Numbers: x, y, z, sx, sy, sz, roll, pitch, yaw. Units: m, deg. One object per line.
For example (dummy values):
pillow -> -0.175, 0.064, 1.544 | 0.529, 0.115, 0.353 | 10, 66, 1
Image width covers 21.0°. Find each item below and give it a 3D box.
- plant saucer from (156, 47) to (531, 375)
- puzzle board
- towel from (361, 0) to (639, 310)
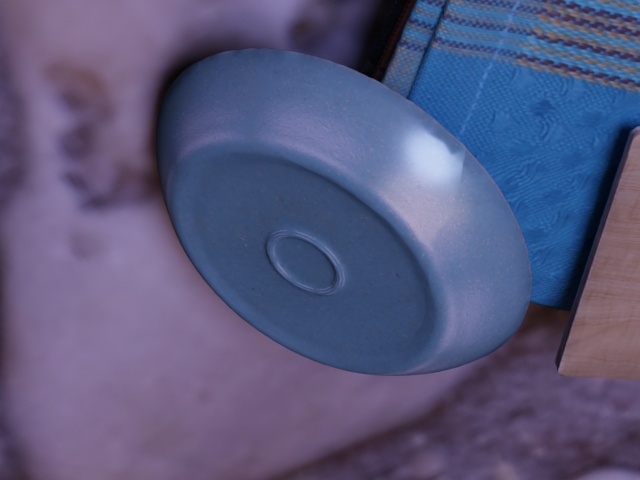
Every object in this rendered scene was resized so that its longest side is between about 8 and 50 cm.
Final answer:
plant saucer -> 0.000, 0.000, 0.481 | 0.119, 0.021, 0.119 | 22, 142, 18
puzzle board -> 0.140, 0.008, 0.497 | 0.128, 0.011, 0.096 | 4, 133, -6
towel -> 0.206, -0.055, 0.472 | 0.370, 0.040, 0.271 | 12, 134, -13
